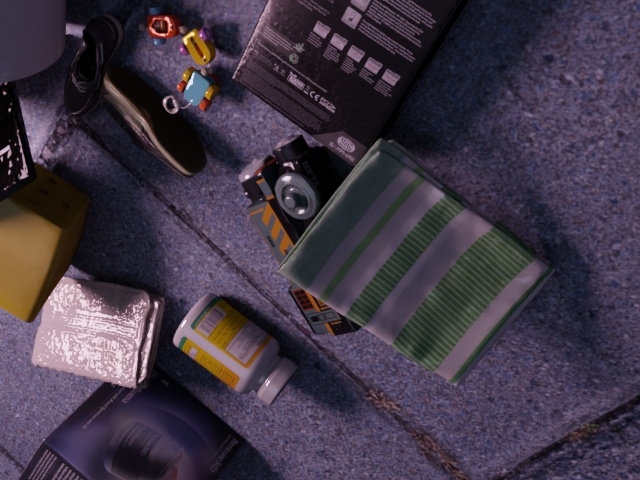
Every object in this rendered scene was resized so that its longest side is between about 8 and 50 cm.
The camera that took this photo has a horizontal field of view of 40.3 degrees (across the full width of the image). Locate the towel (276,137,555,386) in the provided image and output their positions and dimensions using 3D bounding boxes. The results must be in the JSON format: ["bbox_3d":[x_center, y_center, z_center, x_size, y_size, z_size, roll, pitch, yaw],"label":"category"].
[{"bbox_3d":[0.141,0.038,1.242,0.325,0.038,0.248,34,102,-13],"label":"towel"}]

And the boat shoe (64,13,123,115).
[{"bbox_3d":[-0.390,-0.280,1.432,0.075,0.065,0.206,39,128,3],"label":"boat shoe"}]

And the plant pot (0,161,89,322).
[{"bbox_3d":[-0.536,-0.022,1.563,0.212,0.212,0.187,33,115,-12],"label":"plant pot"}]

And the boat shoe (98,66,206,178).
[{"bbox_3d":[-0.277,-0.184,1.425,0.223,0.080,0.073,48,134,3],"label":"boat shoe"}]

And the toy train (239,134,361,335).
[{"bbox_3d":[0.000,0.000,1.351,0.190,0.142,0.334,-19,107,45],"label":"toy train"}]

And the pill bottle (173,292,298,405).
[{"bbox_3d":[-0.147,0.197,1.548,0.208,0.117,0.117,35,128,6],"label":"pill bottle"}]

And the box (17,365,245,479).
[{"bbox_3d":[-0.355,0.425,1.680,0.294,0.296,0.182,40,128,1],"label":"box"}]

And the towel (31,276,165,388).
[{"bbox_3d":[-0.431,0.172,1.668,0.282,0.049,0.187,6,83,25],"label":"towel"}]

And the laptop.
[{"bbox_3d":[-0.513,-0.182,1.445,0.234,0.137,0.264,-24,77,36],"label":"laptop"}]

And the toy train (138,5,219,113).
[{"bbox_3d":[-0.210,-0.282,1.351,0.125,0.046,0.166,5,116,27],"label":"toy train"}]

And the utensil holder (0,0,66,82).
[{"bbox_3d":[-0.524,-0.458,1.242,0.328,0.327,0.385,20,127,17],"label":"utensil holder"}]

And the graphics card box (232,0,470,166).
[{"bbox_3d":[0.055,-0.306,1.163,0.233,0.094,0.371,35,127,5],"label":"graphics card box"}]
